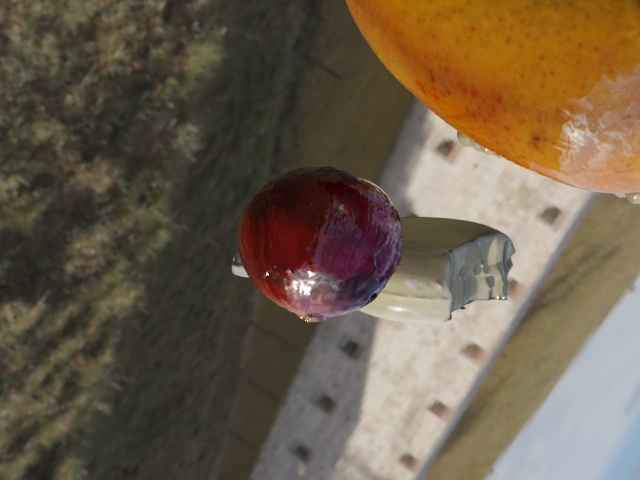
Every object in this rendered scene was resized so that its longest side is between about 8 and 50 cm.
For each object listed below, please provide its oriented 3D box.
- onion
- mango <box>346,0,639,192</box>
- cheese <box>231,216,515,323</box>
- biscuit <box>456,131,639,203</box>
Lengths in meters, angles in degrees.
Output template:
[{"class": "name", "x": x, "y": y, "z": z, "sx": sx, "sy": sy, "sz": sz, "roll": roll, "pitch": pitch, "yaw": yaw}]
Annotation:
[{"class": "onion", "x": 0.000, "y": 0.000, "z": 0.919, "sx": 0.131, "sy": 0.131, "sz": 0.131, "roll": -54, "pitch": 171, "yaw": -13}, {"class": "mango", "x": 0.132, "y": -0.180, "z": 0.832, "sx": 0.199, "sy": 0.350, "sz": 0.201, "roll": -27, "pitch": 148, "yaw": -38}, {"class": "cheese", "x": 0.052, "y": 0.020, "z": 1.149, "sx": 0.163, "sy": 0.248, "sz": 0.071, "roll": -40, "pitch": 135, "yaw": -64}, {"class": "biscuit", "x": 0.337, "y": -0.148, "z": 1.469, "sx": 0.217, "sy": 0.325, "sz": 0.044, "roll": -34, "pitch": 123, "yaw": -21}]
